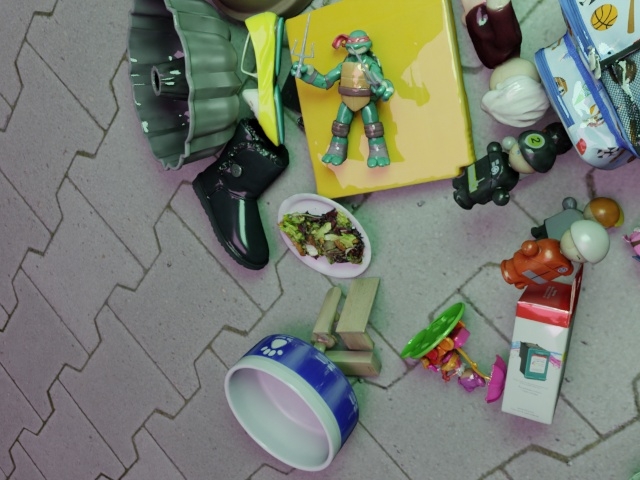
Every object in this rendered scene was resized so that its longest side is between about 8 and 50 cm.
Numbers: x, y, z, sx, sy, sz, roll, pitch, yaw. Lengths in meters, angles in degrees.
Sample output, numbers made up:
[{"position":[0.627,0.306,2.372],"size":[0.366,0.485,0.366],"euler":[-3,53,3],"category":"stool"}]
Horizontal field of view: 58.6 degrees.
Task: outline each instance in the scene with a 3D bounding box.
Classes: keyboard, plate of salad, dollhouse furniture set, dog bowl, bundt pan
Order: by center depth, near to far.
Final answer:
[{"position":[0.001,-0.241,1.049],"size":[0.180,0.023,0.108],"euler":[35,111,18],"category":"keyboard"},{"position":[0.000,0.000,1.061],"size":[0.199,0.048,0.200],"euler":[21,137,21],"category":"plate of salad"},{"position":[-0.249,-0.299,1.063],"size":[0.330,0.124,0.331],"euler":[27,123,52],"category":"bundt pan"},{"position":[0.063,0.170,1.116],"size":[0.144,0.123,0.151],"euler":[-5,135,30],"category":"dollhouse furniture set"},{"position":[-0.059,0.320,1.132],"size":[0.264,0.104,0.265],"euler":[21,130,26],"category":"dog bowl"}]

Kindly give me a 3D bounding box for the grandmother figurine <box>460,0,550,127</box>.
[{"position":[0.237,-0.323,0.795],"size":[0.104,0.208,0.343],"euler":[-17,92,19],"category":"grandmother figurine"}]

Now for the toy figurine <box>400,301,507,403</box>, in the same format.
[{"position":[0.244,0.216,0.990],"size":[0.159,0.130,0.173],"euler":[44,141,2],"category":"toy figurine"}]

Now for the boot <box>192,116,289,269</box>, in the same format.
[{"position":[-0.132,-0.091,1.117],"size":[0.207,0.094,0.247],"euler":[-40,76,34],"category":"boot"}]

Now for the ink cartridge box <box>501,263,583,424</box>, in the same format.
[{"position":[0.348,0.146,0.889],"size":[0.077,0.134,0.231],"euler":[11,107,27],"category":"ink cartridge box"}]

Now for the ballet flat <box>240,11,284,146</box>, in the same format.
[{"position":[-0.103,-0.286,1.024],"size":[0.077,0.077,0.231],"euler":[1,111,2],"category":"ballet flat"}]

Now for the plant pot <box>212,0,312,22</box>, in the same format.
[{"position":[-0.147,-0.504,0.944],"size":[0.262,0.229,0.263],"euler":[8,106,28],"category":"plant pot"}]

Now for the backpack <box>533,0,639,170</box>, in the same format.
[{"position":[0.397,-0.220,0.713],"size":[0.213,0.276,0.264],"euler":[-18,82,32],"category":"backpack"}]

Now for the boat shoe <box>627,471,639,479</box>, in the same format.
[{"position":[0.525,0.398,0.876],"size":[0.103,0.113,0.303],"euler":[18,100,25],"category":"boat shoe"}]

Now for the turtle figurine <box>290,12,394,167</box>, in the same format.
[{"position":[0.053,-0.236,0.894],"size":[0.175,0.118,0.234],"euler":[16,123,38],"category":"turtle figurine"}]

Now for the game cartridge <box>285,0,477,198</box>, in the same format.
[{"position":[0.098,-0.248,0.963],"size":[0.285,0.052,0.324],"euler":[-7,98,27],"category":"game cartridge"}]

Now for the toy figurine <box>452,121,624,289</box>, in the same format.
[{"position":[0.318,-0.059,0.809],"size":[0.148,0.209,0.213],"euler":[-34,85,42],"category":"toy figurine"}]

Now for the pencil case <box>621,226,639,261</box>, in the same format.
[{"position":[0.526,-0.035,0.773],"size":[0.209,0.095,0.098],"euler":[-49,62,27],"category":"pencil case"}]
